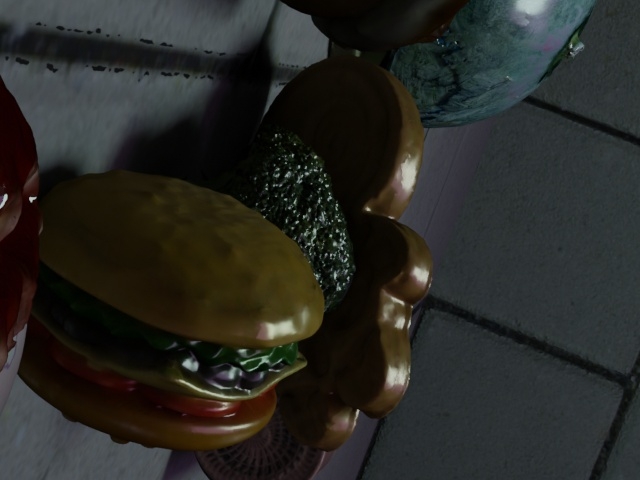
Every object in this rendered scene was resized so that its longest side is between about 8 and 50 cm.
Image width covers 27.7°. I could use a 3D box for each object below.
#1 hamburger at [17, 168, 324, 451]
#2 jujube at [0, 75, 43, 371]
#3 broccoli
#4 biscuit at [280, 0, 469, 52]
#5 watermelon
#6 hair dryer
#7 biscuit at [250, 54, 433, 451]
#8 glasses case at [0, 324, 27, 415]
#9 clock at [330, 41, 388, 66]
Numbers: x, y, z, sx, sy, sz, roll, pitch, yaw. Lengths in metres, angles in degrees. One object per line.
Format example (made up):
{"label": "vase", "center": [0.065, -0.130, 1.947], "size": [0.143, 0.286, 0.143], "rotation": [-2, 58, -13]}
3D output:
{"label": "hamburger", "center": [-0.079, 0.034, 0.655], "size": [0.162, 0.162, 0.115], "rotation": [-39, 151, -70]}
{"label": "jujube", "center": [-0.148, 0.013, 0.296], "size": [0.230, 0.155, 0.155], "rotation": [-69, 177, -71]}
{"label": "broccoli", "center": [-0.044, 0.002, 0.809], "size": [0.162, 0.138, 0.146], "rotation": [-35, 145, -78]}
{"label": "biscuit", "center": [0.087, -0.284, 0.723], "size": [0.366, 0.115, 0.268], "rotation": [-70, -158, 3]}
{"label": "watermelon", "center": [0.169, -0.192, 1.296], "size": [0.322, 0.175, 0.188], "rotation": [107, 6, -61]}
{"label": "hair dryer", "center": [-0.008, 0.054, 1.217], "size": [0.210, 0.125, 0.352], "rotation": [-6, 111, -79]}
{"label": "biscuit", "center": [-0.001, 0.000, 0.894], "size": [0.202, 0.044, 0.289], "rotation": [-35, -134, 42]}
{"label": "glasses case", "center": [-0.192, 0.107, 0.440], "size": [0.113, 0.075, 0.297], "rotation": [105, 13, -46]}
{"label": "clock", "center": [0.067, -0.250, 1.171], "size": [0.235, 0.029, 0.235], "rotation": [22, 90, -80]}
